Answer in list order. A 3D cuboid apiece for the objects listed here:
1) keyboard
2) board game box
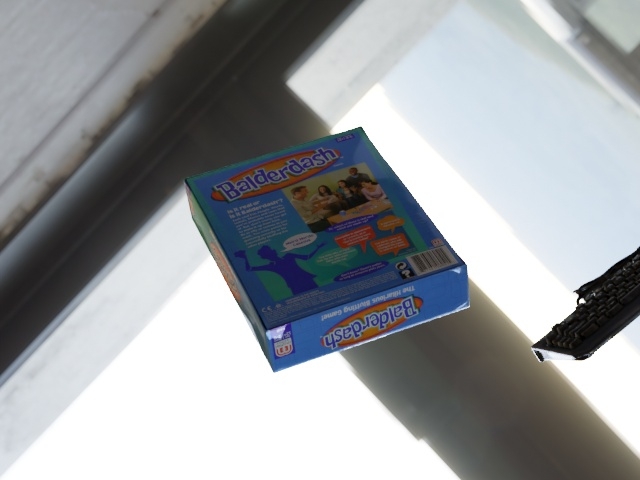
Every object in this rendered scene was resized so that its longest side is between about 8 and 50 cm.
[{"bbox_3d":[0.341,0.017,1.457,0.033,0.317,0.201,53,168,-3],"label":"keyboard"},{"bbox_3d":[0.000,0.000,1.113,0.210,0.160,0.047,-121,18,-49],"label":"board game box"}]
